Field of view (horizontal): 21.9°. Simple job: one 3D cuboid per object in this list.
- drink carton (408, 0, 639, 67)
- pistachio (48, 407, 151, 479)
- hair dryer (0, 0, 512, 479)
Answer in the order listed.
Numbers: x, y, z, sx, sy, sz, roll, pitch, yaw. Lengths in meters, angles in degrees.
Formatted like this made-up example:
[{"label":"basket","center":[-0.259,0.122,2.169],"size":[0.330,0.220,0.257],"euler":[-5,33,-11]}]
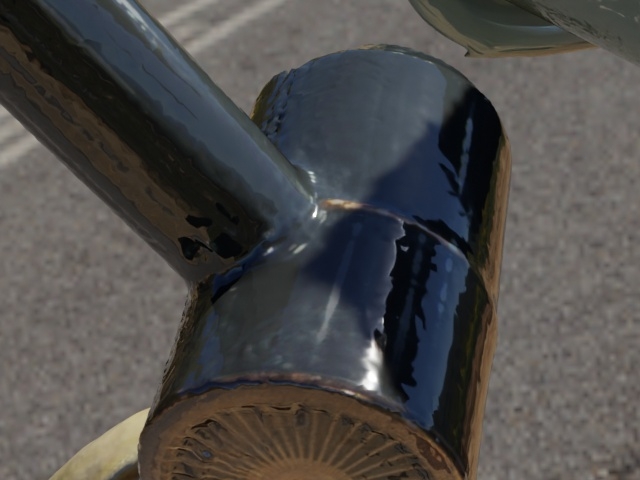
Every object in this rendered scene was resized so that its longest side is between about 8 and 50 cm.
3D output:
[{"label":"drink carton","center":[0.159,-0.152,0.737],"size":[0.185,0.191,0.189],"euler":[-7,25,-28]},{"label":"pistachio","center":[-0.138,0.236,1.261],"size":[0.181,0.293,0.162],"euler":[6,38,-54]},{"label":"hair dryer","center":[-0.065,-0.065,0.514],"size":[0.107,0.352,0.189],"euler":[-26,31,30]}]
